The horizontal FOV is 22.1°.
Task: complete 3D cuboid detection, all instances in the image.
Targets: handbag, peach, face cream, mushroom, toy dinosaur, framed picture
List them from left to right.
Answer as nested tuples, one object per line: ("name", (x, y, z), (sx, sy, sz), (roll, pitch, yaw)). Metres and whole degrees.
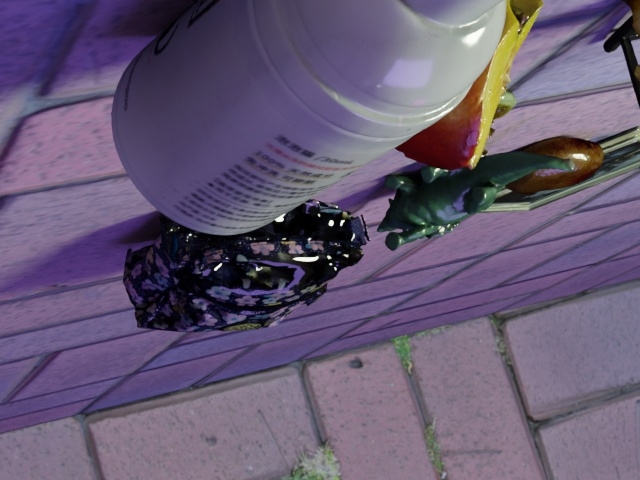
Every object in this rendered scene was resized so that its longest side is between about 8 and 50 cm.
("handbag", (-0.077, 0.025, 1.709), (0.229, 0.126, 0.208), (-2, 166, -26))
("face cream", (0.018, -0.123, 0.934), (0.145, 0.145, 0.370), (-10, 168, -34))
("peach", (0.074, -0.125, 1.084), (0.118, 0.151, 0.151), (17, 168, -2))
("toy dinosaur", (0.144, -0.054, 1.771), (0.120, 0.079, 0.292), (-17, 175, -28))
("mushroom", (0.265, -0.084, 1.875), (0.123, 0.052, 0.123), (-12, 169, -2))
("framed picture", (0.325, -0.082, 2.079), (0.296, 0.019, 0.232), (-22, 169, 35))

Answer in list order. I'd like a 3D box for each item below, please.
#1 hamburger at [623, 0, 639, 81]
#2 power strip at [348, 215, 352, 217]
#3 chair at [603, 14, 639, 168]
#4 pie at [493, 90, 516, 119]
("hamburger", (0.335, -0.201, 1.120), (0.262, 0.124, 0.131), (-15, -170, 23))
("power strip", (0.000, 0.000, 1.946), (0.075, 0.042, 0.175), (-11, 170, -20))
("chair", (0.343, -0.150, 1.316), (0.155, 0.141, 0.260), (-15, 173, -10))
("pie", (0.143, -0.120, 1.532), (0.084, 0.021, 0.084), (-16, 171, -3))
